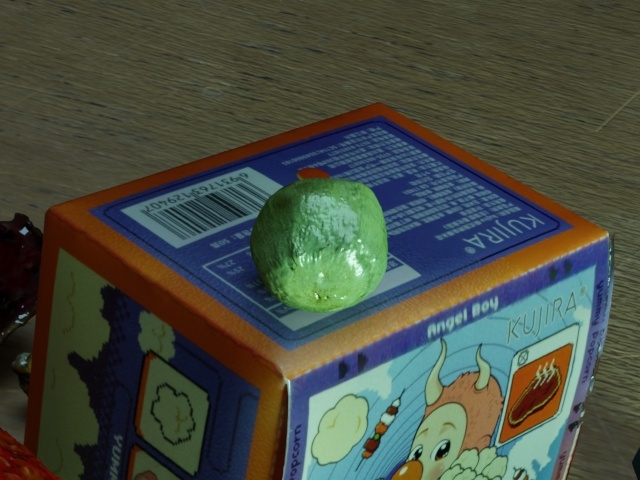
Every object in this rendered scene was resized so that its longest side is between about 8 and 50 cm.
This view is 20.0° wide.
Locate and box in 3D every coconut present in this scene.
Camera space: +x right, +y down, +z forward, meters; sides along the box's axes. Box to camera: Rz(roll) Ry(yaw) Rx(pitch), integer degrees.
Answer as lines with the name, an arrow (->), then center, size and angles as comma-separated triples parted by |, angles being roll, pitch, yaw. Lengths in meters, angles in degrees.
coconut -> 0.000, 0.000, 1.141 | 0.088, 0.088, 0.096 | 3, 38, -13

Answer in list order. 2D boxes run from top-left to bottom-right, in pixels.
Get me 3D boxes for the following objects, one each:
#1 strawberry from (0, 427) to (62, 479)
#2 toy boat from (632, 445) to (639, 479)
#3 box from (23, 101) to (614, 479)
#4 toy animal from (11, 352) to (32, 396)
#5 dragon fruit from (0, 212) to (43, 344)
strawberry -> -0.264, 0.200, 1.132 | 0.277, 0.257, 0.257 | -10, 18, 31
toy boat -> 0.330, 0.240, 1.456 | 0.093, 0.103, 0.246 | 24, 27, -27
box -> -0.005, 0.118, 1.333 | 0.257, 0.318, 0.349 | 31, 35, 34
toy animal -> -0.201, 0.066, 1.615 | 0.116, 0.114, 0.255 | -34, 26, 9
dragon fruit -> -0.387, -0.032, 1.558 | 0.302, 0.240, 0.330 | 2, 35, -32
